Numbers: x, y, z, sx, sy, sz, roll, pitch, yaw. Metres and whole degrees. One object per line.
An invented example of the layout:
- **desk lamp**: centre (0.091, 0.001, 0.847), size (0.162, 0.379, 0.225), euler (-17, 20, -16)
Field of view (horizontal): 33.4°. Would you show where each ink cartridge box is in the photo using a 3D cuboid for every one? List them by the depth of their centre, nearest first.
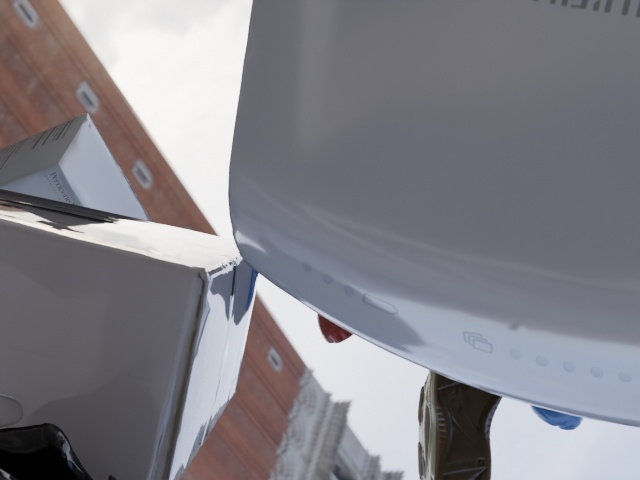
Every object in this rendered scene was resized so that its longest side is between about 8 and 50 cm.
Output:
- **ink cartridge box**: centre (-0.214, 0.059, 0.873), size (0.285, 0.166, 0.395), euler (12, -177, 1)

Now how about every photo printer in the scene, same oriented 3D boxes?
- **photo printer**: centre (0.101, -0.093, 0.363), size (0.256, 0.308, 0.107), euler (14, -168, 21)

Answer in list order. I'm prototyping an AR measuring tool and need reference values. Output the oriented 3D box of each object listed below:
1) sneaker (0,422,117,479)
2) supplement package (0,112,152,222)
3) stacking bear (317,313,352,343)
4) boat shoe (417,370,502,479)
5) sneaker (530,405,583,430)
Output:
- **sneaker**: centre (-0.151, 0.211, 0.637), size (0.185, 0.483, 0.202), euler (-16, -103, -13)
- **supplement package**: centre (-0.346, -0.015, 1.327), size (0.203, 0.194, 0.149), euler (-20, -153, 15)
- **stacking bear**: centre (0.000, 0.000, 1.778), size (0.175, 0.289, 0.164), euler (-32, -150, 5)
- **boat shoe**: centre (0.190, 0.227, 1.536), size (0.121, 0.341, 0.110), euler (4, -171, -21)
- **sneaker**: centre (0.209, 0.077, 0.928), size (0.078, 0.067, 0.188), euler (-52, -154, 33)
